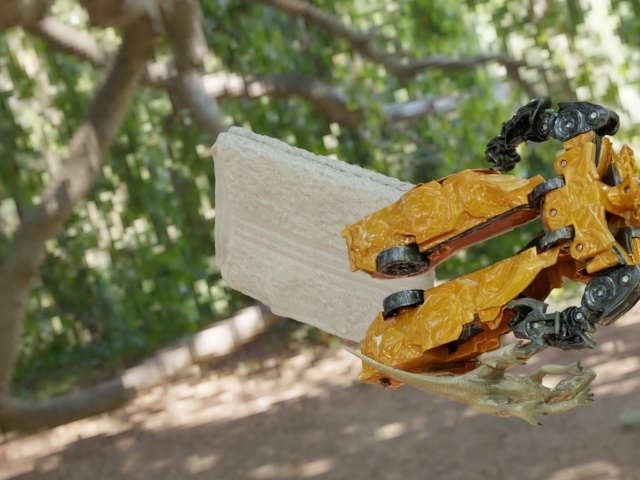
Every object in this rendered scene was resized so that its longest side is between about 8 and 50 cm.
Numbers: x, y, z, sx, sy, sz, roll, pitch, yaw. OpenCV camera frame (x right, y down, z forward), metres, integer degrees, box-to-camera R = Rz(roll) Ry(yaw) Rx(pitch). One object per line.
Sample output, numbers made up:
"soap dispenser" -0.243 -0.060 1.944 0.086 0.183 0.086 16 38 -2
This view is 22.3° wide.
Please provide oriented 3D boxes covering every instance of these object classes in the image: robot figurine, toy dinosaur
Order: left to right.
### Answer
"toy dinosaur" 0.112 0.099 1.068 0.183 0.053 0.092 8 -15 -21
"robot figurine" 0.147 0.009 1.305 0.291 0.211 0.085 -23 -28 35

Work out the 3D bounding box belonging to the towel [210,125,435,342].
"towel" 0.000 0.000 1.674 0.282 0.187 0.049 19 33 33
